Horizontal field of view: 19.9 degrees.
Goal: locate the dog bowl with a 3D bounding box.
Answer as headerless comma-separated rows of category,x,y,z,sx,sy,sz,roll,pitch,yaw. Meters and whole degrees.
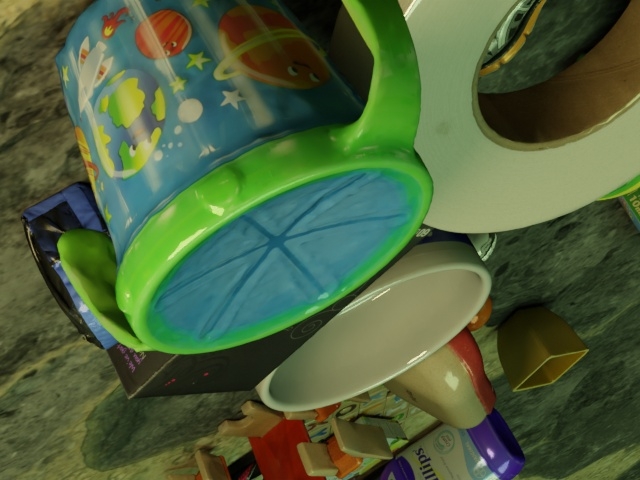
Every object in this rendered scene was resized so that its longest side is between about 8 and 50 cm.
dog bowl,0.036,0.061,1.856,0.265,0.104,0.265,-24,157,-11

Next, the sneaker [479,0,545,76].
sneaker,0.148,-0.214,1.454,0.215,0.084,0.083,-45,151,13

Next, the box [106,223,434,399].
box,-0.061,0.007,1.578,0.165,0.143,0.270,2,143,-50

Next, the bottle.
bottle,0.147,0.345,2.563,0.283,0.118,0.092,-36,157,16

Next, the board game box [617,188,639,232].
board game box,0.408,-0.090,1.905,0.211,0.160,0.039,-29,157,-2

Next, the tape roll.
tape roll,0.188,-0.168,1.411,0.392,0.072,0.392,-21,142,-17

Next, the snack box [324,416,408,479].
snack box,0.033,0.283,2.379,0.141,0.037,0.100,-38,154,20

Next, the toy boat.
toy boat,0.142,0.113,2.086,0.151,0.151,0.231,-58,160,-10

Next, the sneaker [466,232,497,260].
sneaker,0.144,0.016,1.972,0.109,0.040,0.044,-39,153,22

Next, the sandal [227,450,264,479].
sandal,-0.086,0.297,2.286,0.179,0.040,0.067,-40,155,25

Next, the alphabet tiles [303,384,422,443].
alphabet tiles,0.064,0.224,2.352,0.198,0.009,0.237,-24,156,-14

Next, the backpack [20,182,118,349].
backpack,-0.179,0.020,1.498,0.101,0.120,0.098,-29,157,1

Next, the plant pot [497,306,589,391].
plant pot,0.271,0.131,2.302,0.081,0.083,0.081,-7,149,-44

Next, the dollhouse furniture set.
dollhouse furniture set,-0.019,0.307,2.110,0.262,0.259,0.135,-40,145,28

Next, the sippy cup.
sippy cup,-0.072,-0.073,1.294,0.305,0.224,0.240,-30,157,1

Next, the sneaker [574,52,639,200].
sneaker,0.290,-0.142,1.766,0.123,0.109,0.295,2,150,-13
